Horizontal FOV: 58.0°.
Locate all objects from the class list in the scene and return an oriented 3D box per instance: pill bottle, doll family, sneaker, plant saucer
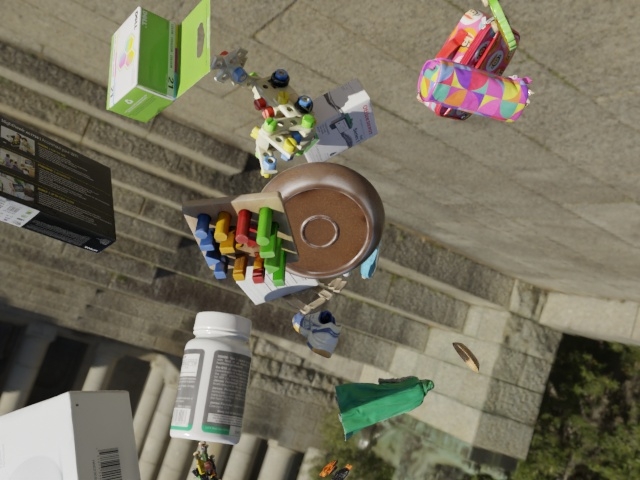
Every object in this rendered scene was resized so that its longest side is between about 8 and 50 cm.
[{"bbox_3d":[-0.312,0.405,1.711,0.204,0.361,0.204,6,160,2],"label":"pill bottle"},{"bbox_3d":[-0.356,0.729,1.811,0.111,0.076,0.193,54,165,51],"label":"doll family"},{"bbox_3d":[-0.002,0.299,2.031,0.112,0.131,0.296,26,-176,-27],"label":"sneaker"},{"bbox_3d":[-0.002,-0.029,1.336,0.310,0.310,0.050,20,-152,-14],"label":"plant saucer"},{"bbox_3d":[0.323,0.253,1.269,0.083,0.015,0.083,52,174,8],"label":"plant saucer"}]

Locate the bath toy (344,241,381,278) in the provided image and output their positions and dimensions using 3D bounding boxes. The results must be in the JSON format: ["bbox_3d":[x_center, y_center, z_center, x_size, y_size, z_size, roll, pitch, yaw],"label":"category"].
[{"bbox_3d":[0.000,0.000,1.673,0.348,0.151,0.129,10,139,7],"label":"bath toy"}]

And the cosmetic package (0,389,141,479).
[{"bbox_3d":[-0.402,0.365,0.866,0.225,0.224,0.138,-20,160,15],"label":"cosmetic package"}]

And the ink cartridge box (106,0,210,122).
[{"bbox_3d":[-0.331,-0.383,1.176,0.097,0.189,0.255,13,157,-41],"label":"ink cartridge box"}]

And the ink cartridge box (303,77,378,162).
[{"bbox_3d":[0.037,-0.320,1.584,0.092,0.219,0.160,63,180,30],"label":"ink cartridge box"}]

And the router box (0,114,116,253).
[{"bbox_3d":[-0.360,-0.071,0.769,0.046,0.133,0.179,-30,147,22],"label":"router box"}]

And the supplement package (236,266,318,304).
[{"bbox_3d":[-0.140,0.097,1.948,0.244,0.139,0.134,-19,130,20],"label":"supplement package"}]

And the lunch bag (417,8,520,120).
[{"bbox_3d":[0.399,-0.484,1.601,0.258,0.293,0.120,-6,-137,-49],"label":"lunch bag"}]

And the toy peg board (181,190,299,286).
[{"bbox_3d":[-0.129,0.011,0.940,0.161,0.079,0.161,-6,138,7],"label":"toy peg board"}]

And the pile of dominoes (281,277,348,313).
[{"bbox_3d":[-0.027,0.173,1.965,0.251,0.196,0.040,25,139,58],"label":"pile of dominoes"}]

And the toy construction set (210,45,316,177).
[{"bbox_3d":[-0.133,-0.327,1.426,0.327,0.215,0.151,58,150,6],"label":"toy construction set"}]

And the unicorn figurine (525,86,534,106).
[{"bbox_3d":[0.580,-0.441,1.821,0.111,0.162,0.060,62,-170,18],"label":"unicorn figurine"}]

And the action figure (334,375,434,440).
[{"bbox_3d":[0.152,0.359,1.317,0.232,0.137,0.063,-12,-163,-10],"label":"action figure"}]

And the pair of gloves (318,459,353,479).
[{"bbox_3d":[0.044,0.664,1.661,0.083,0.010,0.074,3,-152,46],"label":"pair of gloves"}]

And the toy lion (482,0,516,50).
[{"bbox_3d":[0.347,-0.416,1.106,0.034,0.096,0.100,-24,135,20],"label":"toy lion"}]

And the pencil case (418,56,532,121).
[{"bbox_3d":[0.330,-0.326,1.243,0.236,0.104,0.104,6,177,-18],"label":"pencil case"}]
